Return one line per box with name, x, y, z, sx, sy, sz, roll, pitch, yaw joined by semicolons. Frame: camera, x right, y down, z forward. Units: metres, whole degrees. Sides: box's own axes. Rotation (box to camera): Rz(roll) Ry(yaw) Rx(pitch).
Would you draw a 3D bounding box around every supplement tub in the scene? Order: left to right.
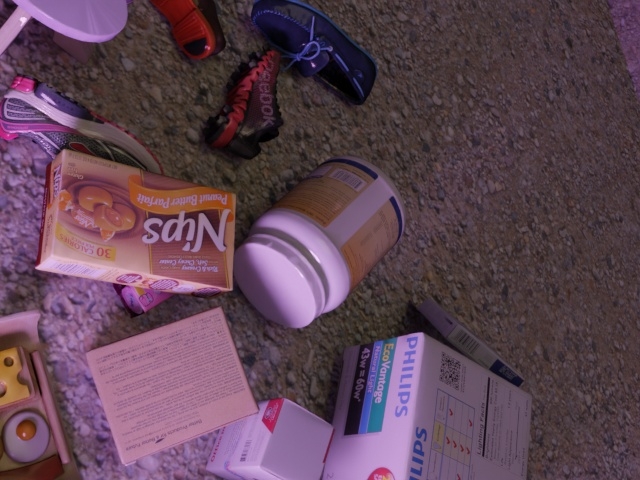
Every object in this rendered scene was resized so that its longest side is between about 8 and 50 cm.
supplement tub;0.000;0.000;1.532;0.316;0.228;0.228;-44;103;-38

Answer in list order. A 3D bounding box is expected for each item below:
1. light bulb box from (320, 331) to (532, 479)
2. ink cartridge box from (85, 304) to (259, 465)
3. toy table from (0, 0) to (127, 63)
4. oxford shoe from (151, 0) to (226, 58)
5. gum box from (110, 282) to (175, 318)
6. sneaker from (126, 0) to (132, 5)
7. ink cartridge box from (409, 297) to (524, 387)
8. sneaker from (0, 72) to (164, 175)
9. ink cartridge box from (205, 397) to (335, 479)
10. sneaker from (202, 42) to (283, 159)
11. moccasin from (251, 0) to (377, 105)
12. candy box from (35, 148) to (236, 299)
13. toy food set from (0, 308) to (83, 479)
light bulb box;0.213;0.417;1.540;0.361;0.225;0.357;32;57;-32
ink cartridge box;-0.246;0.235;1.305;0.235;0.088;0.193;-18;87;-17
toy table;-0.478;-0.427;1.344;0.274;0.161;0.252;49;52;-16
oxford shoe;-0.278;-0.494;1.582;0.098;0.097;0.271;-35;103;-60
gum box;-0.325;0.027;1.377;0.107;0.062;0.188;-33;96;-40
sneaker;-0.422;-0.576;1.437;0.282;0.161;0.102;42;56;-18
ink cartridge box;0.317;0.215;1.724;0.223;0.224;0.045;39;93;-22
sneaker;-0.408;-0.169;1.359;0.299;0.121;0.112;29;89;-28
ink cartridge box;-0.090;0.364;1.377;0.127;0.176;0.128;36;57;-27
sneaker;-0.131;-0.278;1.606;0.135;0.098;0.276;35;59;-24
moccasin;-0.004;-0.413;1.726;0.342;0.138;0.116;24;66;-29
candy box;-0.298;-0.019;1.313;0.317;0.088;0.182;14;66;-34
toy food set;-0.479;0.271;1.158;0.220;0.092;0.305;-14;85;-40
